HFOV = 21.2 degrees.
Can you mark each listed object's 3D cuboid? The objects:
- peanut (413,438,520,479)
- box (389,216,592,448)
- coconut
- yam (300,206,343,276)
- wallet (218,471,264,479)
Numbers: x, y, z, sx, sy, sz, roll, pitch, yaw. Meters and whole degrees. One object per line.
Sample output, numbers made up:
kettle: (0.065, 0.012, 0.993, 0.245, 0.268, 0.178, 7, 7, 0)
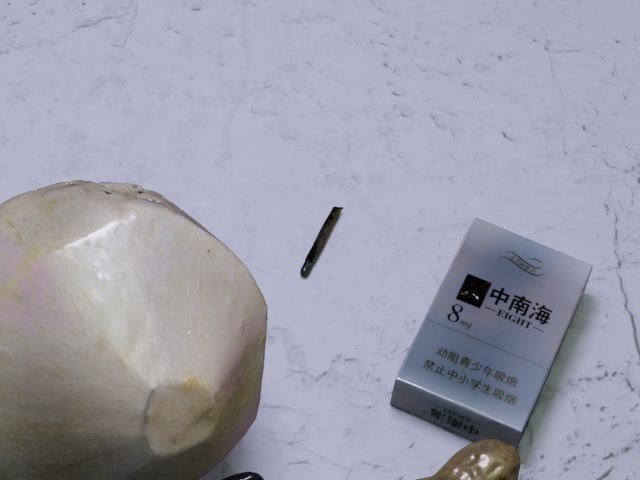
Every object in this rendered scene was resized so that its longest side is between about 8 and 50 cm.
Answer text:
peanut: (0.132, 0.272, 1.795, 0.193, 0.089, 0.089, -33, 65, -23)
box: (0.195, 0.105, 1.925, 0.155, 0.067, 0.243, 24, 58, 9)
coconut: (-0.218, 0.110, 1.708, 0.352, 0.352, 0.352, 2, 56, -3)
yam: (0.000, 0.000, 2.008, 0.014, 0.014, 0.107, 22, 58, 10)
wallet: (-0.140, 0.332, 1.719, 0.250, 0.044, 0.149, -23, 102, -17)
